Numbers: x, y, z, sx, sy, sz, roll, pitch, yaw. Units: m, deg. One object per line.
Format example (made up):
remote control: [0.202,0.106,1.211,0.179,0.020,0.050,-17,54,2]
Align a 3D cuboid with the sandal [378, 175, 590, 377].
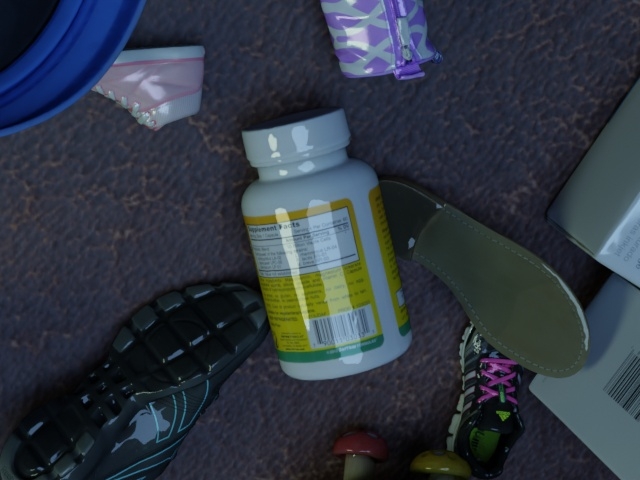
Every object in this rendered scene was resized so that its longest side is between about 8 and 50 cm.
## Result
sandal: [0.142,0.019,1.317,0.240,0.079,0.088,37,110,2]

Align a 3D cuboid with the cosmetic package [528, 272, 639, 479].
cosmetic package: [0.342,0.172,1.305,0.224,0.224,0.138,30,99,-31]

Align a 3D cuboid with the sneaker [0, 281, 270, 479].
sneaker: [-0.150,0.138,1.290,0.267,0.101,0.106,-37,142,-7]

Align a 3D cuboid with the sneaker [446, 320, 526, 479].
sneaker: [0.157,0.141,1.354,0.063,0.075,0.170,7,105,-15]

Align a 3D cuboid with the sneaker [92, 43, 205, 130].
sneaker: [-0.158,-0.121,1.213,0.134,0.051,0.070,-5,103,-16]

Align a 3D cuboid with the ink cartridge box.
ink cartridge box: [0.395,-0.021,1.327,0.307,0.129,0.223,30,99,-20]

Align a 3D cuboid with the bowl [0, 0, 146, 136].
bowl: [-0.274,-0.260,1.024,0.391,0.077,0.391,-4,95,-48]

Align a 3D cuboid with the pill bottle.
pill bottle: [0.000,0.000,1.245,0.117,0.117,0.208,-15,100,-8]

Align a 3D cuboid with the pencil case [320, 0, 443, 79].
pencil case: [0.036,-0.227,1.204,0.086,0.088,0.206,-19,109,-9]

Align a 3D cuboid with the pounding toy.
pounding toy: [0.078,0.220,1.313,0.183,0.237,0.110,12,73,-18]
